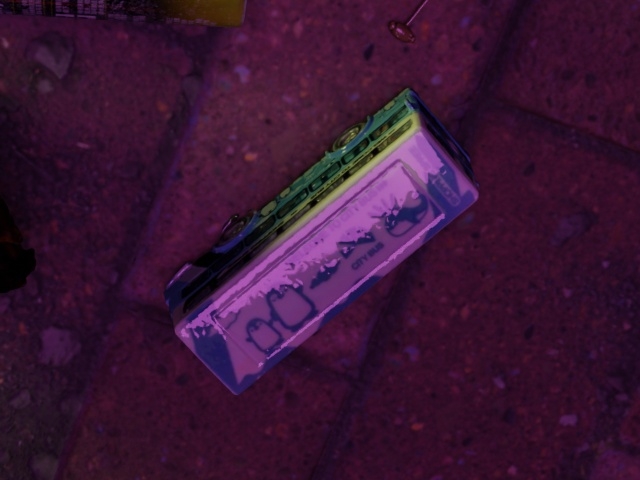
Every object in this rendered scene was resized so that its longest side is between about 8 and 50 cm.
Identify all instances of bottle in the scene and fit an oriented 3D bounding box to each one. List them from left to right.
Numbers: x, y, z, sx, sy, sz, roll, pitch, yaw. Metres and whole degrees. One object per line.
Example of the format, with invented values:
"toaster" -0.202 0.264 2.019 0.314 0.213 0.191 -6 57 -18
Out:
"bottle" -0.227 -0.234 1.371 0.330 0.093 0.093 2 108 -7

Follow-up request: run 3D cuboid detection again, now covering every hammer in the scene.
"hammer" 0.107 -0.228 1.452 0.029 0.014 0.123 35 100 -24

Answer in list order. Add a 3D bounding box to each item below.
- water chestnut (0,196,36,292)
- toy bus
"water chestnut" -0.381 -0.017 1.339 0.244 0.289 0.289 35 102 10
"toy bus" 0.000 0.000 1.453 0.297 0.131 0.106 -39 108 8
